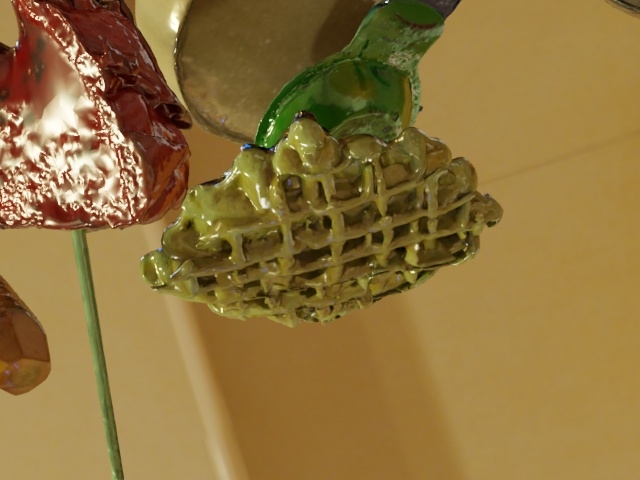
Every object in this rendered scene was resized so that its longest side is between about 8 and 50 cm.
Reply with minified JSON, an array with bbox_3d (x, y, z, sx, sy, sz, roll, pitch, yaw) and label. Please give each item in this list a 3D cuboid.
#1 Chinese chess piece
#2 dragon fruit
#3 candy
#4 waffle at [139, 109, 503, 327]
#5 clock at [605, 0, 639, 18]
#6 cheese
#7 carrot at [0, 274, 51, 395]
[{"bbox_3d":[-0.032,-0.259,1.318,0.338,0.338,0.140,79,165,-51],"label":"Chinese chess piece"},{"bbox_3d":[-0.133,-0.098,0.667,0.092,0.122,0.192,-25,-83,-55],"label":"dragon fruit"},{"bbox_3d":[-0.206,0.059,1.088,0.093,0.092,0.336,-24,70,41],"label":"candy"},{"bbox_3d":[0.000,0.000,1.148,0.297,0.317,0.073,20,-136,-40],"label":"waffle"},{"bbox_3d":[0.313,-0.296,1.047,0.042,0.215,0.215,-11,-97,-67],"label":"clock"},{"bbox_3d":[0.043,-0.157,1.271,0.320,0.203,0.083,-56,48,26],"label":"cheese"},{"bbox_3d":[-0.488,0.098,1.748,0.302,0.114,0.114,46,160,35],"label":"carrot"}]
